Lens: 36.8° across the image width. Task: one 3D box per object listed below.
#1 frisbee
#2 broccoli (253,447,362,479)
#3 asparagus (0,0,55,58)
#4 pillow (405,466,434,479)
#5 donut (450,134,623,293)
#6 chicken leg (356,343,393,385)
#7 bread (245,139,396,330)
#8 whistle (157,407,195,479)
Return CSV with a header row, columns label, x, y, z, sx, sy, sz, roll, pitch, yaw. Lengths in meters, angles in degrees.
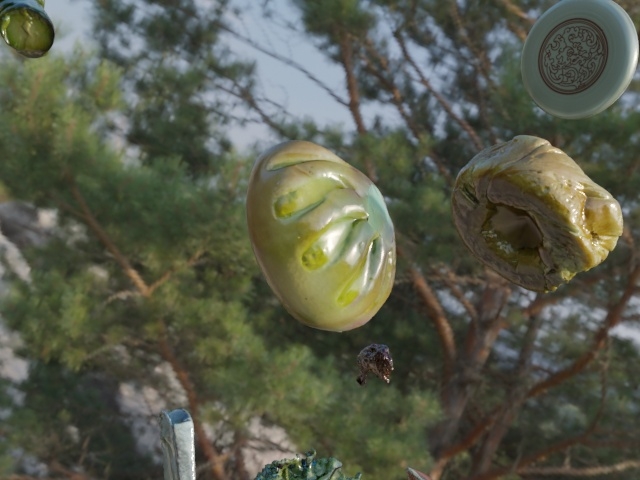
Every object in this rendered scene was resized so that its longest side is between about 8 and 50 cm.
label,x,y,z,sx,sy,sz,roll,pitch,yaw
frisbee,0.224,-0.160,0.841,0.110,0.110,0.014,23,14,39
broccoli,0.005,0.253,0.814,0.160,0.154,0.167,-9,-61,48
asparagus,-0.459,-0.349,1.463,0.085,0.082,0.343,-19,32,-15
pillow,0.237,0.541,1.902,0.171,0.075,0.179,31,-30,34
donut,0.450,-0.051,2.030,0.360,0.170,0.360,31,-34,24
chicken leg,0.080,0.187,1.450,0.037,0.062,0.145,-14,-5,-19
bread,0.005,0.013,1.220,0.158,0.156,0.261,-18,-54,26
whistle,-0.183,0.471,1.522,0.405,0.188,0.168,56,-19,-6
